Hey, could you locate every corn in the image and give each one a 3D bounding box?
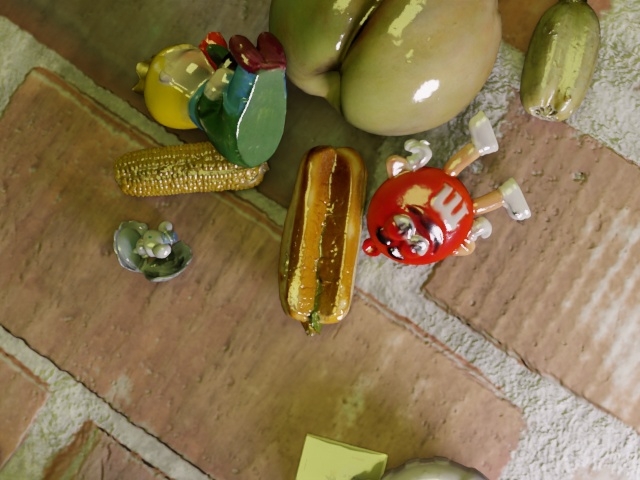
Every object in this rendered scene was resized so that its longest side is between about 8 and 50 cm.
[{"bbox_3d":[-0.169,-0.094,1.967,0.207,0.068,0.068,-3,84,4],"label":"corn"}]

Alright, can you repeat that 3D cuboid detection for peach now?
[{"bbox_3d":[0.088,-0.279,1.891,0.292,0.247,0.292,-3,57,4],"label":"peach"}]

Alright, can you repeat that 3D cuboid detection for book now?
[{"bbox_3d":[0.025,0.300,1.945,0.111,0.014,0.077,14,86,4],"label":"book"}]

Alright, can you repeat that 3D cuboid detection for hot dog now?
[{"bbox_3d":[0.000,0.000,1.948,0.104,0.076,0.250,7,84,-8],"label":"hot dog"}]

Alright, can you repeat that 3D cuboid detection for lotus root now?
[{"bbox_3d":[0.313,-0.244,1.951,0.090,0.077,0.183,13,88,-3],"label":"lotus root"}]

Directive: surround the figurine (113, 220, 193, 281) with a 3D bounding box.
[{"bbox_3d":[-0.213,0.010,1.957,0.086,0.094,0.082,-5,125,29],"label":"figurine"}]

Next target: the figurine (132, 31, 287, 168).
[{"bbox_3d":[-0.143,-0.208,1.908,0.127,0.185,0.234,-19,43,-28],"label":"figurine"}]

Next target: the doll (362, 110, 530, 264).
[{"bbox_3d":[0.144,-0.048,1.925,0.217,0.085,0.183,-27,110,3],"label":"doll"}]

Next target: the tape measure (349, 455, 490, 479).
[{"bbox_3d":[0.143,0.372,1.879,0.197,0.120,0.236,-32,89,6],"label":"tape measure"}]
